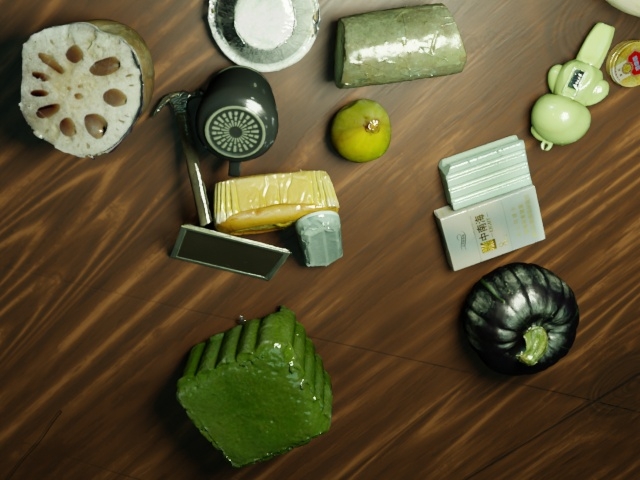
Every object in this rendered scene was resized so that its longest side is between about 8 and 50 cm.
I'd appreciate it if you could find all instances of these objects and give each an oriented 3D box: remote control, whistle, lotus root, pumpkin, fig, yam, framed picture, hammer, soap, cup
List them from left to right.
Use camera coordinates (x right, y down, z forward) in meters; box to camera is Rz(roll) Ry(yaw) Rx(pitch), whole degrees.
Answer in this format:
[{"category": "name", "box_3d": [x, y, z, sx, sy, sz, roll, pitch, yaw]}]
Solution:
[{"category": "lotus root", "box_3d": [-0.454, -0.318, 1.361, 0.272, 0.192, 0.272, 1, 117, 2]}, {"category": "hammer", "box_3d": [-0.282, -0.178, 1.482, 0.125, 0.027, 0.297, -13, 96, 1]}, {"category": "framed picture", "box_3d": [-0.213, 0.030, 1.577, 0.252, 0.014, 0.197, 15, 154, -14]}, {"category": "cup", "box_3d": [-0.177, -0.248, 1.434, 0.169, 0.177, 0.223, 5, 130, -9]}, {"category": "remote control", "box_3d": [0.000, 0.000, 1.562, 0.104, 0.052, 0.247, -14, 158, -1]}, {"category": "fig", "box_3d": [0.092, -0.243, 1.509, 0.136, 0.121, 0.153, 11, 137, -7]}, {"category": "yam", "box_3d": [0.157, -0.406, 1.419, 0.268, 0.161, 0.161, -10, 115, -3]}, {"category": "soap", "box_3d": [0.390, -0.161, 1.612, 0.198, 0.066, 0.119, -19, 114, 1]}, {"category": "pumpkin", "box_3d": [0.509, 0.206, 1.681, 0.295, 0.296, 0.296, -3, 114, -7]}, {"category": "whistle", "box_3d": [0.580, -0.339, 1.545, 0.141, 0.141, 0.294, 30, 89, -19]}]

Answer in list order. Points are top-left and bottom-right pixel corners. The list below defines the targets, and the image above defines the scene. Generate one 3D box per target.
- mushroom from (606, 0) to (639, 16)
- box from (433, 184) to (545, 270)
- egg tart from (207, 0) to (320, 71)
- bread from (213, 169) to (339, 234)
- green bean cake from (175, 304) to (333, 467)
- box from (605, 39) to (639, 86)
[{"category": "mushroom", "box_3d": [0.674, -0.583, 1.357, 0.315, 0.356, 0.315, 10, 107, 34]}, {"category": "box", "box_3d": [0.416, -0.038, 1.670, 0.242, 0.067, 0.155, -21, 114, 1]}, {"category": "egg tart", "box_3d": [-0.115, -0.460, 1.393, 0.234, 0.094, 0.234, -2, 115, -4]}, {"category": "bread", "box_3d": [-0.103, -0.084, 1.536, 0.288, 0.152, 0.119, -7, 87, -5]}, {"category": "green bean cake", "box_3d": [-0.161, 0.363, 1.703, 0.319, 0.218, 0.335, -23, 109, 11]}, {"category": "box", "box_3d": [0.714, -0.408, 1.562, 0.105, 0.037, 0.106, -3, 114, -6]}]
